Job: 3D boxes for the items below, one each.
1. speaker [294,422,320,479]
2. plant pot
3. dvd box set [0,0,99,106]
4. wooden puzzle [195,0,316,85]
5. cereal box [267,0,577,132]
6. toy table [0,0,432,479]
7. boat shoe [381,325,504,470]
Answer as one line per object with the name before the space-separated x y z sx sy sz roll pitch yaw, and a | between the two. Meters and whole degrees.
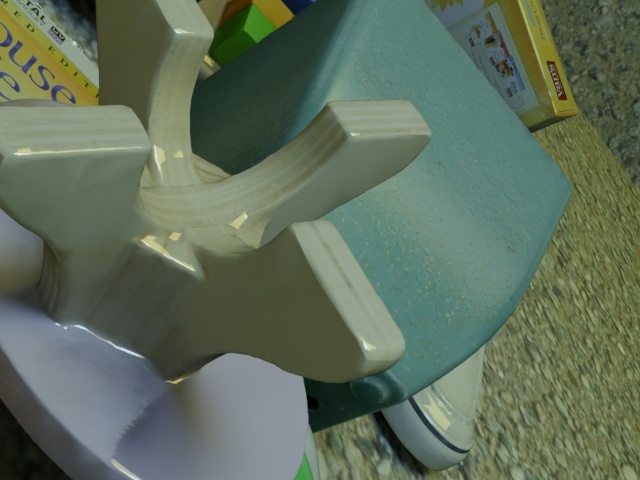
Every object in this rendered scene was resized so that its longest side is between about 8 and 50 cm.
speaker | -0.054 0.209 0.551 0.131 0.131 0.296 36 32 -35
plant pot | 0.000 0.000 0.779 0.247 0.248 0.252 47 41 -19
dvd box set | -0.271 -0.066 0.574 0.307 0.062 0.420 46 27 -20
wooden puzzle | -0.095 -0.268 1.025 0.322 0.080 0.347 43 31 -27
cereal box | 0.076 -0.141 0.889 0.047 0.240 0.173 -11 82 -52
toy table | -0.075 -0.009 0.529 0.274 0.161 0.252 50 38 14
boat shoe | 0.127 0.041 1.032 0.136 0.156 0.367 40 29 -30
